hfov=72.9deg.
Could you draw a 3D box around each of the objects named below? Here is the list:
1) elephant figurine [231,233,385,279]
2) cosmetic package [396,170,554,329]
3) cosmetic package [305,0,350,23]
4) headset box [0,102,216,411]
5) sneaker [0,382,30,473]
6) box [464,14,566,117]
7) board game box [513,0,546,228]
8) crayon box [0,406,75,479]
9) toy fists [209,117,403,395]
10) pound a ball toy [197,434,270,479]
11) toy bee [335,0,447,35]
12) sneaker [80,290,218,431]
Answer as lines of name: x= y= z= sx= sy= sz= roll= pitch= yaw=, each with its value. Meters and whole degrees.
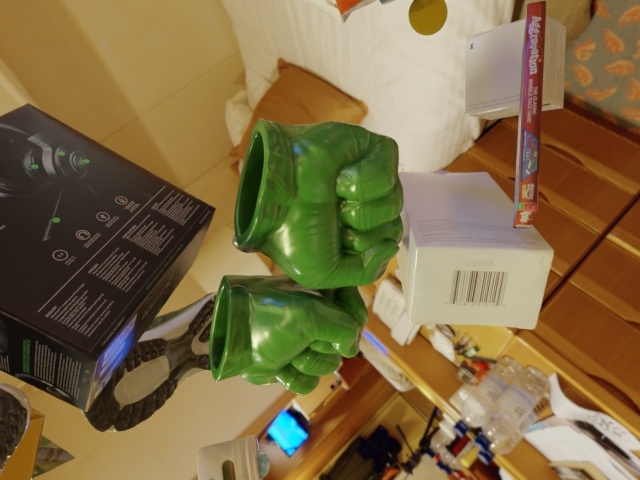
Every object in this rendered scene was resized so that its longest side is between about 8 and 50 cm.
elephant figurine: x=0.000 y=0.000 z=0.785 sx=0.239 sy=0.169 sz=0.186 roll=-9 pitch=127 yaw=22
cosmetic package: x=0.260 y=-0.009 z=0.846 sx=0.385 sy=0.217 sz=0.156 roll=-77 pitch=-12 yaw=-64
cosmetic package: x=0.058 y=-0.551 z=0.820 sx=0.117 sy=0.231 sz=0.085 roll=36 pitch=-175 yaw=11
headset box: x=-0.309 y=0.001 z=0.487 sx=0.283 sy=0.246 sz=0.131 roll=29 pitch=130 yaw=-7
sneaker: x=-0.280 y=0.180 z=0.303 sx=0.080 sy=0.211 sz=0.081 roll=42 pitch=180 yaw=-1
box: x=0.436 y=-0.381 z=0.979 sx=0.181 sy=0.119 sz=0.182 roll=6 pitch=98 yaw=52
board game box: x=0.299 y=-0.167 z=0.623 sx=0.027 sy=0.281 sz=0.145 roll=3 pitch=174 yaw=22
crayon box: x=-0.429 y=0.194 z=0.397 sx=0.203 sy=0.083 sz=0.323 roll=16 pitch=-175 yaw=21
toy fists: x=-0.009 y=0.031 z=0.396 sx=0.096 sy=0.142 sz=0.279 roll=-123 pitch=43 yaw=-54
pound a ball toy: x=-0.144 y=0.539 z=0.798 sx=0.208 sy=0.135 sz=0.319 roll=97 pitch=161 yaw=-66
toy bee: x=0.136 y=-0.364 z=0.545 sx=0.298 sy=0.162 sz=0.195 roll=47 pitch=159 yaw=49
sneaker: x=-0.290 y=0.186 z=0.818 sx=0.182 sy=0.410 sz=0.158 roll=2 pitch=101 yaw=32
